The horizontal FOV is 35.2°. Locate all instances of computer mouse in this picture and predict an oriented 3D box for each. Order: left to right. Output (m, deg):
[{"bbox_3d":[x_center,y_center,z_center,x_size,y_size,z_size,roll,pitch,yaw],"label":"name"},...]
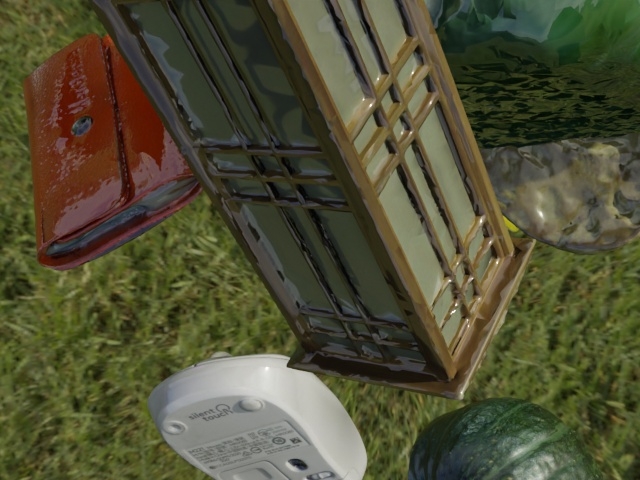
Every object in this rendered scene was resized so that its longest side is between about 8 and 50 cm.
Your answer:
[{"bbox_3d":[-0.061,0.205,1.155,0.184,0.297,0.121,-21,41,26],"label":"computer mouse"}]

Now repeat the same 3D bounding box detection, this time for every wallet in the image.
[{"bbox_3d":[-0.171,-0.086,0.802,0.142,0.045,0.204,-27,50,11],"label":"wallet"}]

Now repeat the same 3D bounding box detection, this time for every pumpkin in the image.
[{"bbox_3d":[0.271,0.351,1.366,0.197,0.263,0.293,-33,72,38],"label":"pumpkin"}]

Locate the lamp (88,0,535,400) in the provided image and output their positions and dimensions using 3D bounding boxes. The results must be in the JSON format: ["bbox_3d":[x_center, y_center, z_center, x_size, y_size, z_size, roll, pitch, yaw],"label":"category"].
[{"bbox_3d":[-0.019,-0.081,0.340,0.090,0.325,0.089,6,49,35],"label":"lamp"}]

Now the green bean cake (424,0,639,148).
[{"bbox_3d":[0.059,-0.149,0.587,0.300,0.308,0.169,0,89,30],"label":"green bean cake"}]

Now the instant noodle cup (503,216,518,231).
[{"bbox_3d":[0.100,-0.113,1.408,0.254,0.325,0.326,-25,84,21],"label":"instant noodle cup"}]

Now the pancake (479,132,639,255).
[{"bbox_3d":[0.259,-0.106,1.018,0.241,0.050,0.242,0,90,18],"label":"pancake"}]
